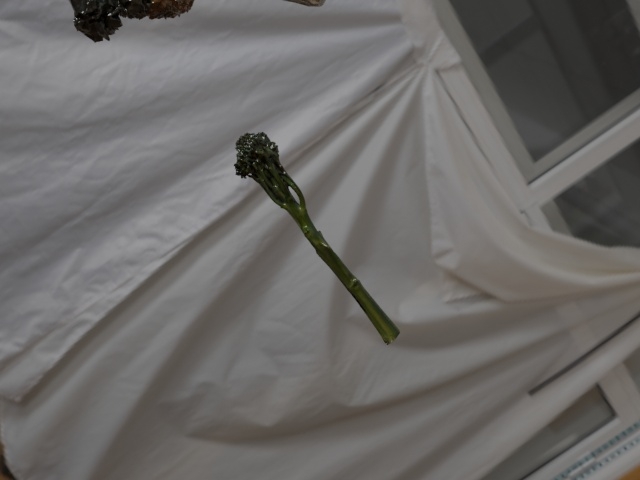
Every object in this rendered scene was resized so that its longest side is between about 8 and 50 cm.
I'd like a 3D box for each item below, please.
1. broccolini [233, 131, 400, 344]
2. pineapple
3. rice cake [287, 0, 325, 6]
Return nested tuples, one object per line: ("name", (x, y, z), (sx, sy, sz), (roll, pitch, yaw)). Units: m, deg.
("broccolini", (0.001, 0.000, 0.664), (0.218, 0.042, 0.044), (52, 31, -7))
("pineapple", (-0.336, -0.426, 1.399), (0.111, 0.237, 0.119), (-24, -87, 56))
("rice cake", (-0.106, -0.278, 0.768), (0.256, 0.057, 0.052), (17, 9, 17))
